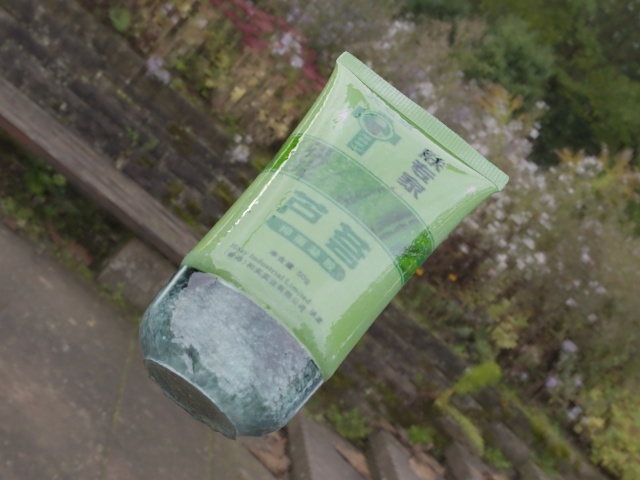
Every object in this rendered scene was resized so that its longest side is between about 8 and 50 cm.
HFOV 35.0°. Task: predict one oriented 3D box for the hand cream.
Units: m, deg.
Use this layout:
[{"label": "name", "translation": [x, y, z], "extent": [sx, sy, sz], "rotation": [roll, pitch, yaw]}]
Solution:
[{"label": "hand cream", "translation": [0.000, 0.000, 0.414], "extent": [0.095, 0.175, 0.046], "rotation": [38, -28, 4]}]
